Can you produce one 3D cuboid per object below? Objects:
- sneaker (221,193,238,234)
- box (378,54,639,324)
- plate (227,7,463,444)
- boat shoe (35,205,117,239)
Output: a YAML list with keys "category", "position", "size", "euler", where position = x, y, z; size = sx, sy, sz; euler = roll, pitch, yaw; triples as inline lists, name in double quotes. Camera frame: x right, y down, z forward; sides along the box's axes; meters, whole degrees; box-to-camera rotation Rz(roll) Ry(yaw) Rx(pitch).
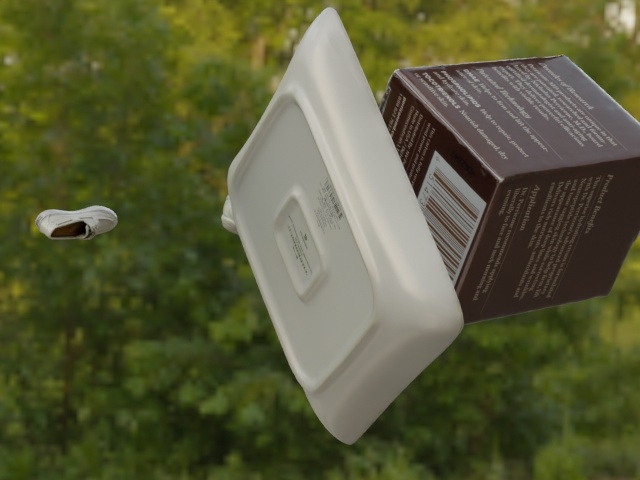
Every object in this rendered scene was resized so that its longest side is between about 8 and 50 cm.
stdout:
- category: "sneaker"
  position: [-0.025, -0.026, 1.966]
  size: [0.237, 0.086, 0.085]
  euler: [19, 1, 44]
- category: "box"
  position: [0.163, -0.047, 1.520]
  size: [0.203, 0.168, 0.167]
  euler: [-9, 42, -34]
- category: "plate"
  position: [0.000, 0.000, 1.367]
  size: [0.045, 0.277, 0.278]
  euler: [-13, -20, -25]
- category: "boat shoe"
  position: [-0.257, -0.014, 1.850]
  size: [0.100, 0.035, 0.035]
  euler: [0, 35, -44]
